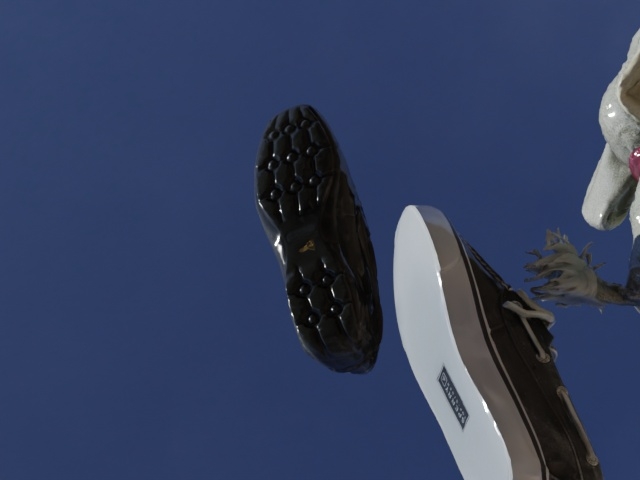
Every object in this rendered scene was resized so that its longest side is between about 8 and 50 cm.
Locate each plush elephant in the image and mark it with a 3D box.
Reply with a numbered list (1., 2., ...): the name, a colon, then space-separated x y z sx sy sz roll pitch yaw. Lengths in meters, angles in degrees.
1. plush elephant: 0.336 -0.057 1.609 0.330 0.272 0.255 5 -110 -4

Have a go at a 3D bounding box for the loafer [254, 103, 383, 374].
1. loafer: 0.000 0.000 1.435 0.078 0.076 0.223 46 -152 -58

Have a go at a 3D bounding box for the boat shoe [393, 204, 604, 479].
1. boat shoe: 0.146 0.093 1.526 0.105 0.113 0.306 -4 -135 -21
